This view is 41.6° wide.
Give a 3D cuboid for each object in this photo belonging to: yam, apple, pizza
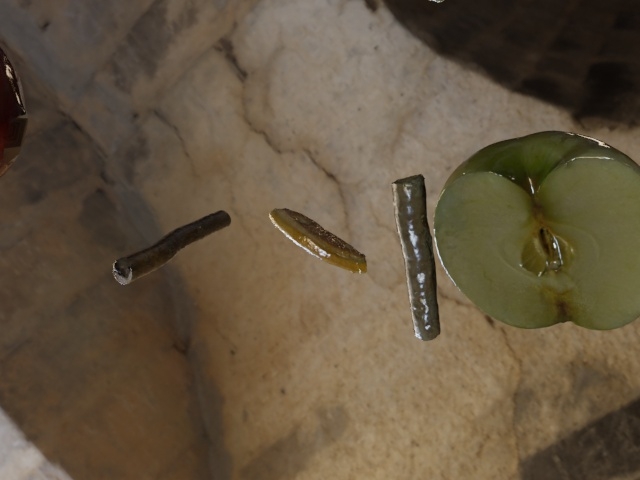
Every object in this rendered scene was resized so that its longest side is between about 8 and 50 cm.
[{"bbox_3d":[-0.252,0.003,1.495,0.045,0.045,0.327,-6,-166,27],"label":"yam"},{"bbox_3d":[0.391,-0.002,1.447,0.312,0.360,0.320,-31,-147,-13],"label":"apple"},{"bbox_3d":[0.161,0.029,1.380,0.061,0.274,0.061,-9,-167,2],"label":"yam"},{"bbox_3d":[-0.004,0.000,2.045,0.056,0.271,0.134,-62,-177,16],"label":"pizza"}]

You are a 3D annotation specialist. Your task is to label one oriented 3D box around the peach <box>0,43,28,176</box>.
[{"bbox_3d":[-0.780,-0.269,1.730,0.388,0.388,0.388,-39,-175,4],"label":"peach"}]
